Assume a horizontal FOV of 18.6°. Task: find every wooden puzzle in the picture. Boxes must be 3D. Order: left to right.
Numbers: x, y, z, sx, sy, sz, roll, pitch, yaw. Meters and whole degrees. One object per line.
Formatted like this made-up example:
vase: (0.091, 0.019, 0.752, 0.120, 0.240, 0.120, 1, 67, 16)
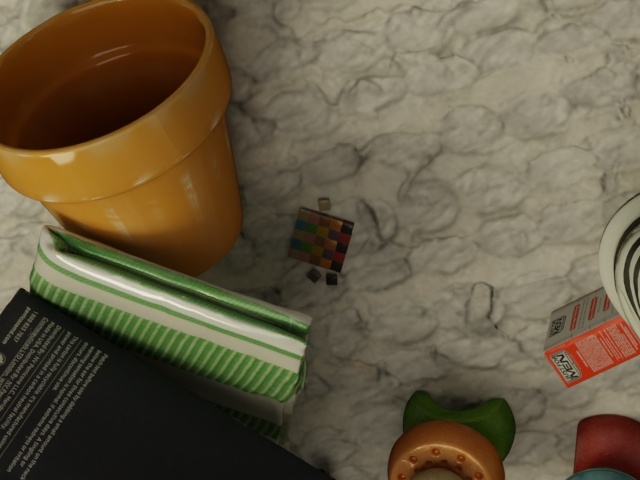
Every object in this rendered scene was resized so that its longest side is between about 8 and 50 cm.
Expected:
wooden puzzle: (0.000, 0.000, 1.693, 0.049, 0.006, 0.083, 18, 120, 3)

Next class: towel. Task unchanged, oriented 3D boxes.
towel: (-0.130, 0.104, 1.669, 0.248, 0.038, 0.325, 19, 154, 3)

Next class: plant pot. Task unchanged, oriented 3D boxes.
plant pot: (-0.154, -0.068, 1.597, 0.205, 0.205, 0.188, -9, 130, 17)

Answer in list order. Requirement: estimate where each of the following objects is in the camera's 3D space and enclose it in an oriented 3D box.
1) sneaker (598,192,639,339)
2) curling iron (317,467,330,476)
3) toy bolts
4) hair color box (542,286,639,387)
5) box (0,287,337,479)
sneaker: (0.383, 0.161, 1.461, 0.447, 0.257, 0.169, 43, 104, -8)
curling iron: (0.031, 0.326, 1.841, 0.068, 0.035, 0.274, -10, 115, 13)
toy bolts: (0.175, 0.253, 1.698, 0.228, 0.158, 0.218, 1, 117, 12)
hair color box: (0.258, 0.063, 1.630, 0.141, 0.072, 0.043, -27, 108, 25)
box: (-0.205, 0.264, 1.662, 0.312, 0.179, 0.343, 32, 139, 0)
